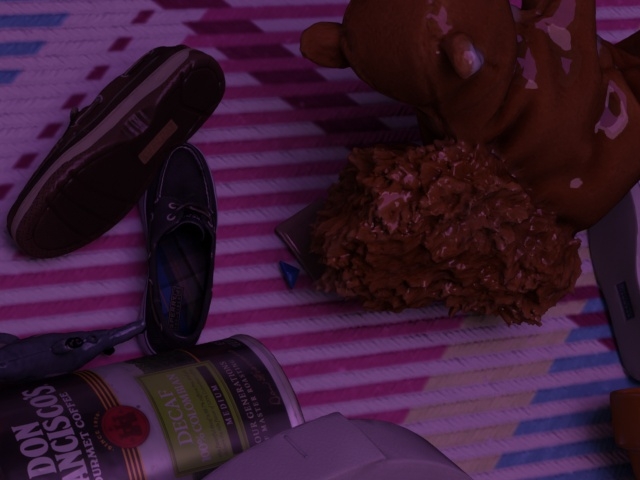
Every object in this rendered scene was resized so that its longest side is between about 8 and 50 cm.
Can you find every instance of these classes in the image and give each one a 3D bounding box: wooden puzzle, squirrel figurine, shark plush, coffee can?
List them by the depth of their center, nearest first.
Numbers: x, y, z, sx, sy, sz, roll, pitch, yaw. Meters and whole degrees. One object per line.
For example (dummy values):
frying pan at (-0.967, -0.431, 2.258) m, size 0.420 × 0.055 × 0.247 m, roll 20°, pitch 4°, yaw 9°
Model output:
coffee can at (-0.171, 0.203, 1.492) m, size 0.275 × 0.201 × 0.201 m, roll -11°, pitch 75°, yaw -27°
shark plush at (-0.230, 0.107, 1.581) m, size 0.161 × 0.067 × 0.073 m, roll -3°, pitch 71°, yaw -24°
squirrel figurine at (0.144, -0.109, 1.657) m, size 0.370 × 0.281 × 0.397 m, roll 20°, pitch 87°, yaw -58°
wooden puzzle at (0.000, 0.000, 1.755) m, size 0.116 × 0.014 × 0.078 m, roll -26°, pitch 77°, yaw -29°

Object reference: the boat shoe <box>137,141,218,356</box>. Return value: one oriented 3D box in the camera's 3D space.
boat shoe at (-0.132, 0.002, 1.660) m, size 0.080 × 0.076 × 0.228 m, roll 14°, pitch 65°, yaw -18°

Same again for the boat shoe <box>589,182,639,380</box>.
boat shoe at (0.346, 0.038, 1.856) m, size 0.081 × 0.079 × 0.227 m, roll -1°, pitch 75°, yaw -33°

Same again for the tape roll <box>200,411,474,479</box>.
tape roll at (-0.015, 0.323, 1.418) m, size 0.392 × 0.392 × 0.072 m, roll -20°, pitch 38°, yaw -28°

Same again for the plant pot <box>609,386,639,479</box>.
plant pot at (0.396, 0.235, 1.736) m, size 0.205 × 0.205 × 0.188 m, roll -3°, pitch 86°, yaw -24°

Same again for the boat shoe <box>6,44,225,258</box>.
boat shoe at (-0.205, -0.088, 1.670) m, size 0.257 × 0.095 × 0.095 m, roll -43°, pitch 135°, yaw -18°
